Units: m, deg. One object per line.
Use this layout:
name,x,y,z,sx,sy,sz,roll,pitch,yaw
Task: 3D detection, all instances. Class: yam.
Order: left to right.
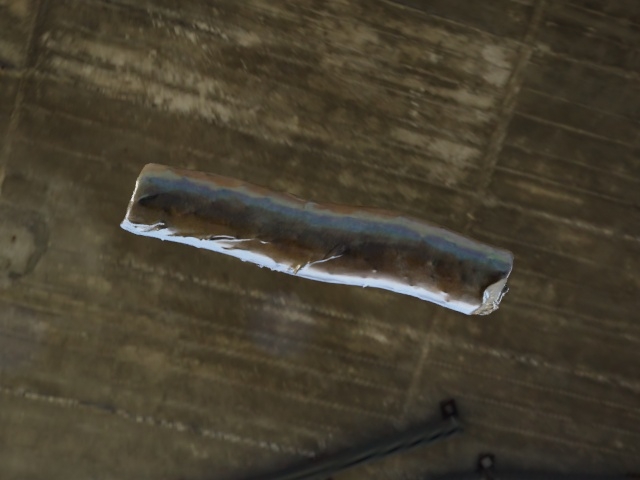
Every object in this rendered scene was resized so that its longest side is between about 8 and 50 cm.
yam,0.000,0.000,0.726,0.241,0.057,0.057,13,-77,-1
